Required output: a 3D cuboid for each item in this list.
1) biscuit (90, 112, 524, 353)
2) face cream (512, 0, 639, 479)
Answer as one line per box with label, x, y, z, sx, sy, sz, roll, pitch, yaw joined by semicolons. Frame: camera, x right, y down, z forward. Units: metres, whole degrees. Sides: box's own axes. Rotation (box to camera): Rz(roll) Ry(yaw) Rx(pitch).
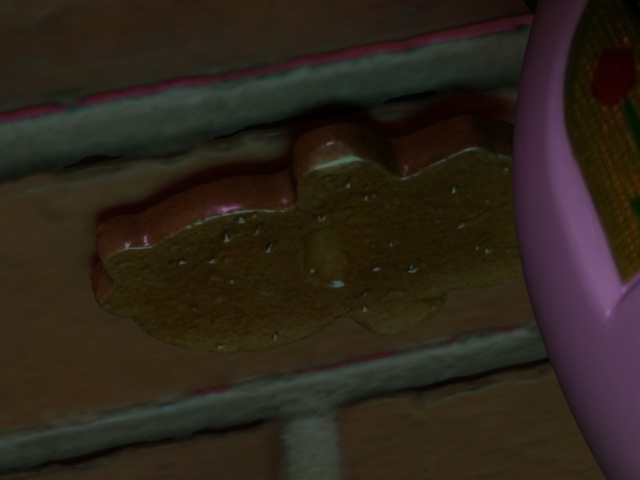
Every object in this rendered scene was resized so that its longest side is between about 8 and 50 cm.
biscuit;0.000;0.000;0.980;0.225;0.036;0.166;-17;145;9
face cream;0.201;-0.036;0.714;0.219;0.357;0.312;11;138;-32
